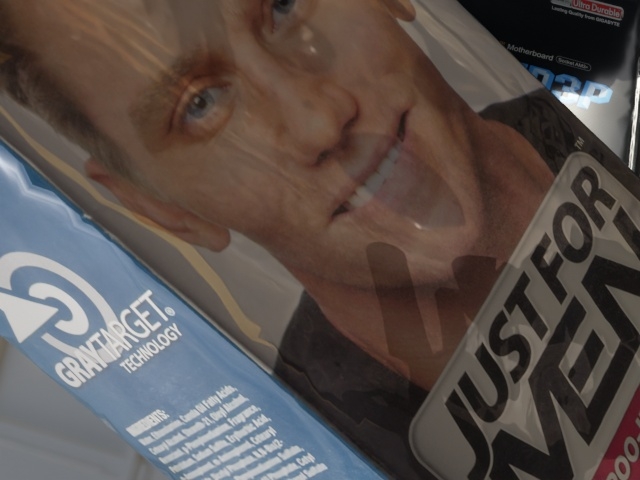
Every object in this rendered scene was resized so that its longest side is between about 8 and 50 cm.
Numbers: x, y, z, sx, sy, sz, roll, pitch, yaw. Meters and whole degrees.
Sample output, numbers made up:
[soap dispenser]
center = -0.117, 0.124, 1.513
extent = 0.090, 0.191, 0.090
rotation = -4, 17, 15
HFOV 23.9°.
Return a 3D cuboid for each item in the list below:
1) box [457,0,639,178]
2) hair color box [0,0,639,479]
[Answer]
[box]
center = 0.133, -0.128, 1.065
extent = 0.051, 0.220, 0.175
rotation = -45, -35, -41
[hair color box]
center = 0.000, 0.000, 0.534
extent = 0.347, 0.105, 0.174
rotation = 41, -126, -10
